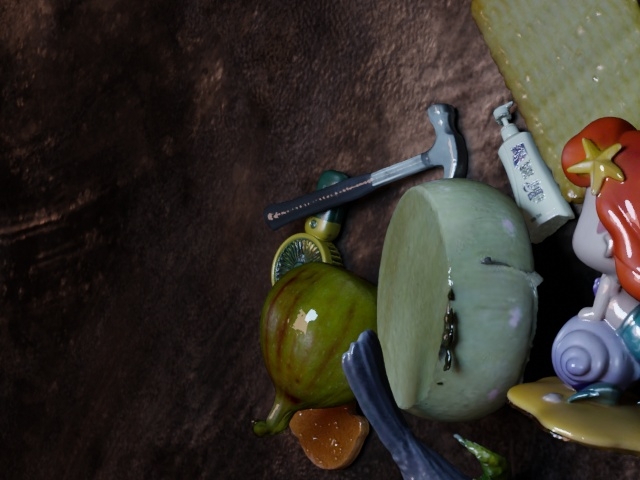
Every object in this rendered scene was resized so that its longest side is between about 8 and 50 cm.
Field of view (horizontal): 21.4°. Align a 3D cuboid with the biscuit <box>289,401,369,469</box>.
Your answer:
[{"bbox_3d":[0.005,0.181,1.802,0.102,0.019,0.130,-49,54,32],"label":"biscuit"}]

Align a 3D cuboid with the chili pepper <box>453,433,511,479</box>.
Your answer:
[{"bbox_3d":[0.076,0.296,1.678,0.085,0.076,0.359,48,127,7],"label":"chili pepper"}]

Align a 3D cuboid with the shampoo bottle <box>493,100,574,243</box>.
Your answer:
[{"bbox_3d":[0.196,-0.068,1.621,0.049,0.034,0.141,-45,54,40],"label":"shampoo bottle"}]

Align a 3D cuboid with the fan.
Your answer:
[{"bbox_3d":[0.000,0.000,1.813,0.082,0.039,0.155,24,99,44],"label":"fan"}]

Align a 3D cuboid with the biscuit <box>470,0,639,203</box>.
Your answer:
[{"bbox_3d":[0.246,-0.175,1.582,0.172,0.029,0.255,-42,57,35],"label":"biscuit"}]

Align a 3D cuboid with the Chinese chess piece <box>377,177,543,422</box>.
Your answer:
[{"bbox_3d":[0.124,0.058,1.578,0.238,0.092,0.238,-175,90,-75],"label":"Chinese chess piece"}]

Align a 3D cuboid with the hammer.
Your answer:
[{"bbox_3d":[0.043,-0.052,1.751,0.246,0.029,0.103,-22,72,31],"label":"hammer"}]

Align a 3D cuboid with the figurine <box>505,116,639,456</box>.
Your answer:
[{"bbox_3d":[0.279,0.040,1.429,0.208,0.180,0.257,-141,60,-61],"label":"figurine"}]

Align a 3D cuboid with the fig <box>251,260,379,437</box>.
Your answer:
[{"bbox_3d":[-0.010,0.111,1.716,0.148,0.142,0.186,19,68,51],"label":"fig"}]

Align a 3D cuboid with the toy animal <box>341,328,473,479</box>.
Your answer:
[{"bbox_3d":[0.103,0.256,1.552,0.367,0.081,0.206,46,130,-7],"label":"toy animal"}]
